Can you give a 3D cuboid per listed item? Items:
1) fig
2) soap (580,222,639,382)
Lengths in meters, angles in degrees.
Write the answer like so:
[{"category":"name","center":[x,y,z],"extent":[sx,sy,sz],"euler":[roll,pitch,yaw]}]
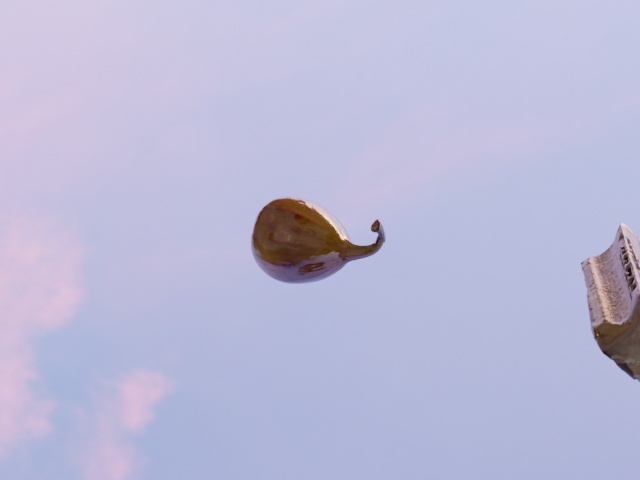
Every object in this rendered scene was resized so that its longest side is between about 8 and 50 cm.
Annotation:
[{"category":"fig","center":[0.000,0.000,0.681],"extent":[0.083,0.050,0.050],"euler":[-1,-130,35]},{"category":"soap","center":[0.335,0.079,1.260],"extent":[0.076,0.135,0.233],"euler":[-49,-172,18]}]
